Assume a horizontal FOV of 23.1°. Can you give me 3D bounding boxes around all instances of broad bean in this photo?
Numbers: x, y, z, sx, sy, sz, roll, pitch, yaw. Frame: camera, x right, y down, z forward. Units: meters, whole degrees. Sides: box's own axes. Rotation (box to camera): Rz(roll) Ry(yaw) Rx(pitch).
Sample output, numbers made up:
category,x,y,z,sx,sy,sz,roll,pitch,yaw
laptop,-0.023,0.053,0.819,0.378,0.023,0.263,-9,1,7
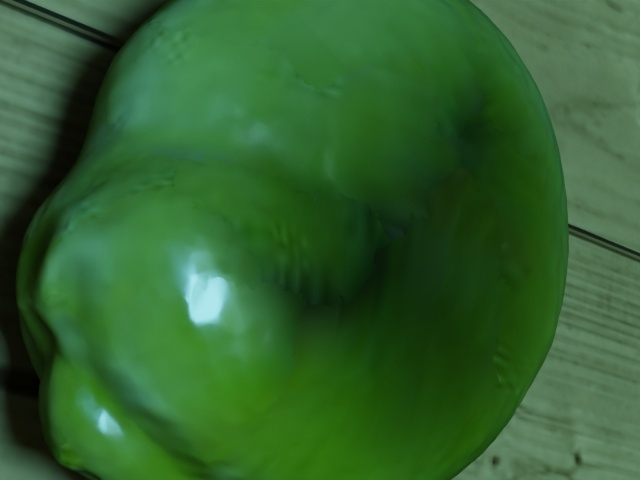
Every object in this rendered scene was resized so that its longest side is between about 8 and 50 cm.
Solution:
category,x,y,z,sx,sy,sz,roll,pitch,yaw
broad bean,0.000,0.000,0.632,0.291,0.119,0.238,-20,99,-45
